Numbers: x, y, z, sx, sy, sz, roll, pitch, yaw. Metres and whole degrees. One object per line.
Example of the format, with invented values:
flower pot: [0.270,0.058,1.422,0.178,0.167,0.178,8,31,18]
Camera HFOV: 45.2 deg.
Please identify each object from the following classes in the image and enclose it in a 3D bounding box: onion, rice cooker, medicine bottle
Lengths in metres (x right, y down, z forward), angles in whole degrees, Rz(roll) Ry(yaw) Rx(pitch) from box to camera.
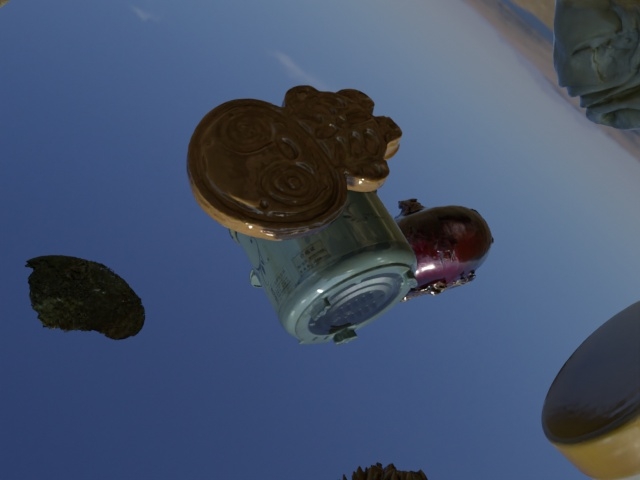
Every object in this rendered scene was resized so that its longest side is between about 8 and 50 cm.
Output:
onion: [0.241,0.010,1.766,0.314,0.314,0.232,-9,-99,-65]
rice cooker: [0.000,0.000,1.258,0.264,0.317,0.317,2,-137,-47]
medicine bottle: [0.416,0.216,0.877,0.232,0.238,0.238,44,-160,-3]

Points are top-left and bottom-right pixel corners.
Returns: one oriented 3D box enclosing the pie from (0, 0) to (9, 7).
pie: [-0.413,-0.290,0.774,0.195,0.195,0.046,28,176,-34]

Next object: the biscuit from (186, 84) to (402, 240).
biscuit: [-0.023,-0.105,0.914,0.288,0.044,0.202,-25,-115,-28]

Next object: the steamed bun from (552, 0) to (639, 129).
steamed bun: [0.476,-0.265,1.082,0.289,0.203,0.276,2,-151,15]

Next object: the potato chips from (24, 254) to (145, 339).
potato chips: [-0.376,0.092,1.207,0.209,0.142,0.026,45,160,13]

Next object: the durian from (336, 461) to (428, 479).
durian: [0.045,0.299,0.630,0.137,0.250,0.183,2,-152,-9]
